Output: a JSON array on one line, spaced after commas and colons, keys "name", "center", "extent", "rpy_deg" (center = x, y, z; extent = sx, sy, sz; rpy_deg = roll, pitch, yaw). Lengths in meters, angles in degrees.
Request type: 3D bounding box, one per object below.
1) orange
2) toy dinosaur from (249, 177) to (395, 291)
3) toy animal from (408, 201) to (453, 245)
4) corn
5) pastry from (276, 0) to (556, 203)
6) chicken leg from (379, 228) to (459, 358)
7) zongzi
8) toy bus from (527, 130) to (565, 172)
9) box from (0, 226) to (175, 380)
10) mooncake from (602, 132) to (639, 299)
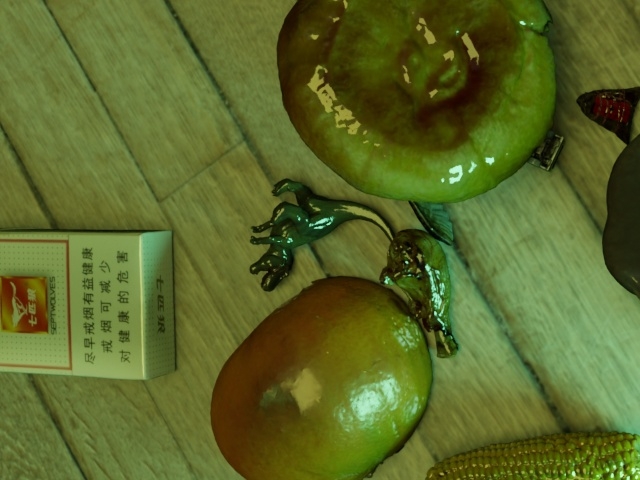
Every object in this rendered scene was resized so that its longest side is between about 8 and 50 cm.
[{"name": "orange", "center": [-0.002, 0.201, 1.884], "extent": [0.310, 0.274, 0.274], "rpy_deg": [-32, 80, -9]}, {"name": "toy dinosaur", "center": [0.000, 0.000, 1.907], "extent": [0.179, 0.087, 0.187], "rpy_deg": [29, 127, -19]}, {"name": "toy animal", "center": [0.076, -0.137, 1.778], "extent": [0.272, 0.197, 0.160], "rpy_deg": [38, 104, 21]}, {"name": "corn", "center": [0.260, 0.300, 1.771], "extent": [0.310, 0.101, 0.101], "rpy_deg": [-18, 87, 25]}, {"name": "pastry", "center": [0.118, -0.207, 1.655], "extent": [0.356, 0.164, 0.356], "rpy_deg": [2, 83, -16]}, {"name": "chicken leg", "center": [0.134, 0.072, 1.830], "extent": [0.093, 0.070, 0.178], "rpy_deg": [-22, 99, -3]}, {"name": "zongzi", "center": [0.368, -0.170, 1.724], "extent": [0.083, 0.067, 0.073], "rpy_deg": [34, 95, -2]}, {"name": "toy bus", "center": [0.254, -0.128, 1.763], "extent": [0.102, 0.058, 0.052], "rpy_deg": [26, 94, 16]}, {"name": "box", "center": [-0.377, 0.087, 2.032], "extent": [0.330, 0.095, 0.210], "rpy_deg": [0, 94, 22]}, {"name": "mooncake", "center": [0.475, -0.027, 1.590], "extent": [0.306, 0.154, 0.306], "rpy_deg": [-7, 74, 24]}]
